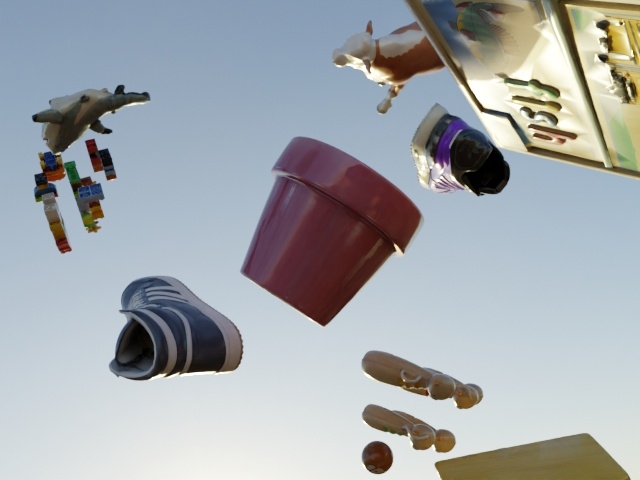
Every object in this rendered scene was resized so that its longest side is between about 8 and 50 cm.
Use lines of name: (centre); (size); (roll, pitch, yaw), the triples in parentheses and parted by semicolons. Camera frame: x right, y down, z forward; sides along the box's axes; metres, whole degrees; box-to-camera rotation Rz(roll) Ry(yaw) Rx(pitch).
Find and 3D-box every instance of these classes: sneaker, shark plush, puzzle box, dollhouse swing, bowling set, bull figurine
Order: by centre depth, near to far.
puzzle box: (0.220, -0.153, 0.530); (0.409, 0.272, 0.052); (31, -99, -53)
dollhouse swing: (0.313, 0.481, 0.796); (0.315, 0.347, 0.305); (-19, 12, 22)
shark plush: (-0.303, -0.170, 0.875); (0.161, 0.073, 0.067); (-23, -62, -1)
sneaker: (-0.251, 0.116, 0.927); (0.153, 0.282, 0.099); (1, -77, -45)
bowling set: (0.167, 0.302, 1.072); (0.154, 0.200, 0.287); (13, -6, 35)
sneaker: (0.243, -0.116, 1.089); (0.102, 0.146, 0.293); (-58, -20, 2)
bull figurine: (0.168, -0.333, 1.174); (0.310, 0.101, 0.188); (-22, -16, -11)

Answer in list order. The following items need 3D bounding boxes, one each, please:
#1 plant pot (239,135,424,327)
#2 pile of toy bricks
plant pot: (0.000, 0.000, 0.818); (0.180, 0.201, 0.201); (-57, -32, -6)
pile of toy bricks: (-0.353, -0.059, 0.964); (0.118, 0.212, 0.105); (-17, -52, -16)
